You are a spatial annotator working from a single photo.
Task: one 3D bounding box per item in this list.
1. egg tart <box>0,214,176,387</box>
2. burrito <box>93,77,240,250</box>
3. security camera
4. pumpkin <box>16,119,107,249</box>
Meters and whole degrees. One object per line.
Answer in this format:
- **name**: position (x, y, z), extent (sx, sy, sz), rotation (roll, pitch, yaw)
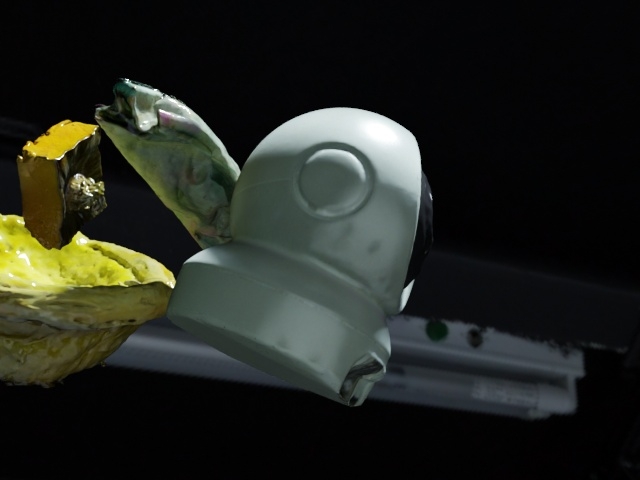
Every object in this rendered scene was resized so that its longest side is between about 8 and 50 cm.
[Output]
- **egg tart**: position (-0.331, 0.061, 1.077), extent (0.345, 0.345, 0.132), rotation (9, -77, -22)
- **burrito**: position (-0.130, -0.066, 1.031), extent (0.096, 0.066, 0.309), rotation (-23, -36, 11)
- **security camera**: position (0.000, 0.000, 0.822), extent (0.194, 0.194, 0.236), rotation (35, -108, -29)
- **pumpkin**: position (-0.191, -0.041, 0.738), extent (0.054, 0.074, 0.083), rotation (12, -57, 8)
